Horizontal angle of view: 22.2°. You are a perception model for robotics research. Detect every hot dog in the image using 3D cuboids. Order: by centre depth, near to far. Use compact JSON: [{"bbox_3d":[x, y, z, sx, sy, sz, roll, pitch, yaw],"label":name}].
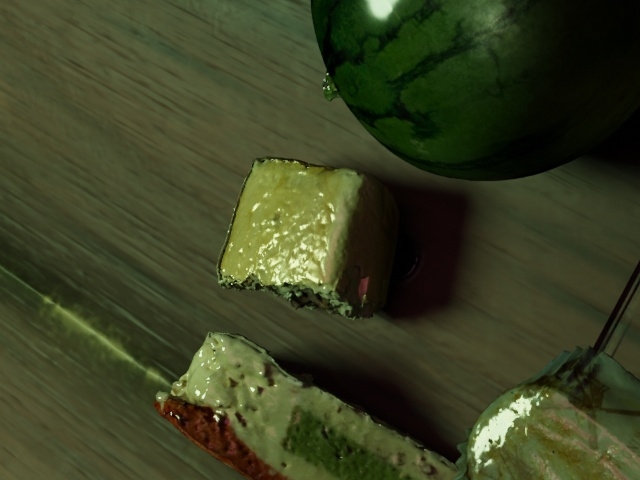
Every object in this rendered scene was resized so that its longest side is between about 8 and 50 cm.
[{"bbox_3d":[0.202,0.182,0.998,0.270,0.082,0.163,40,111,23],"label":"hot dog"}]

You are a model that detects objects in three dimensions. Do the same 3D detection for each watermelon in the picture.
[{"bbox_3d":[0.110,-0.157,1.030,0.242,0.242,0.242,-7,76,29],"label":"watermelon"}]

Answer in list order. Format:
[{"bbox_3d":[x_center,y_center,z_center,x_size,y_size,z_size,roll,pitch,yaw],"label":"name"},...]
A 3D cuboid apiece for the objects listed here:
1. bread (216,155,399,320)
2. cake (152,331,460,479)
[{"bbox_3d":[-0.002,-0.001,1.159,0.125,0.082,0.106,9,74,42],"label":"bread"},{"bbox_3d":[-0.015,0.137,1.114,0.220,0.116,0.086,30,89,33],"label":"cake"}]
